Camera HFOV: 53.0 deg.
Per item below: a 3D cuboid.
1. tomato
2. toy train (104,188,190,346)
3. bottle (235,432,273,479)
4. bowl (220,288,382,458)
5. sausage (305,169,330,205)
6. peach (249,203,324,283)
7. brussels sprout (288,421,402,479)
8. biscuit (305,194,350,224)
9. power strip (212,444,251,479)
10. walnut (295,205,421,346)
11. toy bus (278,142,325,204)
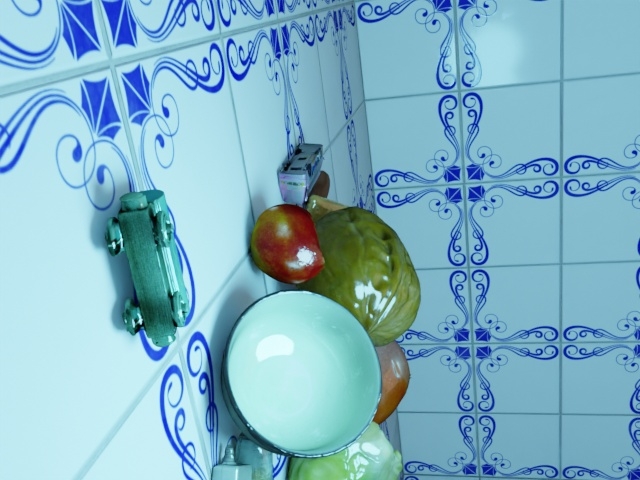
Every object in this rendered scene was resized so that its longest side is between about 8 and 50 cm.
[{"bbox_3d":[0.099,0.406,1.944,0.273,0.341,0.342,59,28,-35],"label":"tomato"},{"bbox_3d":[-0.262,0.036,1.004,0.159,0.101,0.248,-103,-174,-71],"label":"toy train"},{"bbox_3d":[-0.145,0.553,1.391,0.083,0.083,0.270,3,88,-77],"label":"bottle"},{"bbox_3d":[-0.062,0.303,1.385,0.185,0.353,0.354,129,-28,-54],"label":"bowl"},{"bbox_3d":[-0.007,-0.166,2.141,0.194,0.077,0.077,-77,159,-50],"label":"sausage"},{"bbox_3d":[-0.072,0.009,1.561,0.190,0.192,0.190,22,90,-90],"label":"peach"},{"bbox_3d":[0.058,0.639,1.765,0.344,0.268,0.344,-26,133,-32],"label":"brussels sprout"},{"bbox_3d":[0.001,0.000,1.898,0.160,0.030,0.250,17,91,-36],"label":"biscuit"},{"bbox_3d":[-0.182,0.583,1.272,0.098,0.058,0.339,50,38,-68],"label":"power strip"},{"bbox_3d":[0.103,0.099,1.741,0.308,0.353,0.398,-52,-148,29],"label":"walnut"},{"bbox_3d":[-0.053,-0.206,1.921,0.274,0.090,0.112,-65,159,-60],"label":"toy bus"}]
